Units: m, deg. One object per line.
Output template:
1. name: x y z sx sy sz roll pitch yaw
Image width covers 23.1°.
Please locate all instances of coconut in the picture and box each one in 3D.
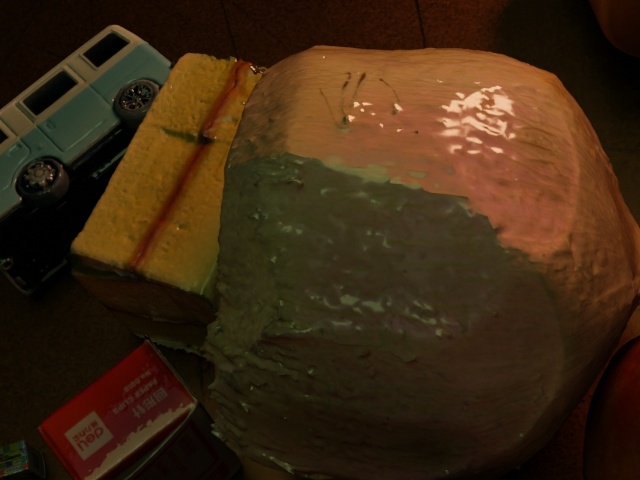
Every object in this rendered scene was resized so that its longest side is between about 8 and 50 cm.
1. coconut: 0.106 0.020 1.350 0.404 0.404 0.405 -5 63 11

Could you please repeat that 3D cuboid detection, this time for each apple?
1. apple: 0.332 0.182 1.318 0.230 0.230 0.230 -5 63 11

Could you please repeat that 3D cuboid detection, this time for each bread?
1. bread: -0.101 -0.028 1.542 0.167 0.163 0.264 16 67 27

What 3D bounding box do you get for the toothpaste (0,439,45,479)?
1. toothpaste: -0.355 0.238 1.543 0.164 0.046 0.034 -17 65 4

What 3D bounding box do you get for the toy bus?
1. toy bus: -0.260 -0.092 1.637 0.271 0.133 0.165 -40 55 -11

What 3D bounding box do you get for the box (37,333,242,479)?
1. box: -0.160 0.193 1.441 0.133 0.182 0.099 -39 62 -11

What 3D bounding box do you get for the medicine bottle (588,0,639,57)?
1. medicine bottle: 0.352 -0.338 1.552 0.237 0.238 0.232 -20 61 3

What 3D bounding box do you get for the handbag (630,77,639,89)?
1. handbag: 0.457 -0.125 1.507 0.254 0.089 0.211 -23 55 2
